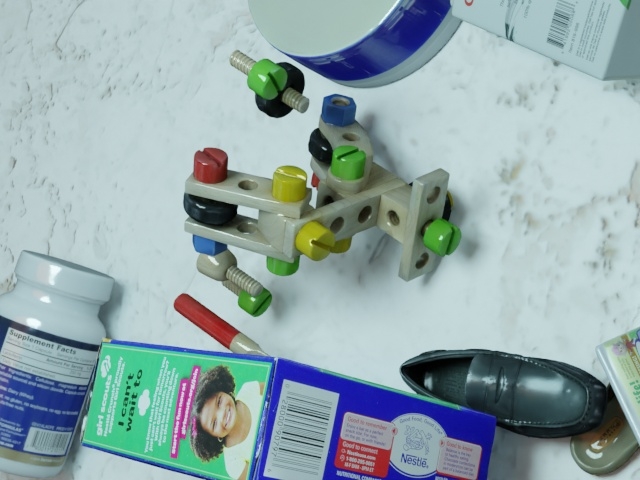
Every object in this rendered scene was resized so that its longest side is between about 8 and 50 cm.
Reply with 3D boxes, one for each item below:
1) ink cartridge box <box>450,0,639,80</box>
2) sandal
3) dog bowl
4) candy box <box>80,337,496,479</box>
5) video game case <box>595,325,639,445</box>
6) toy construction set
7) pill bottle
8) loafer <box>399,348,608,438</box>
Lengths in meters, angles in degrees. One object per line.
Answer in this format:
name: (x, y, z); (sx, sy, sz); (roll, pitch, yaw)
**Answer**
ink cartridge box: (0.243, -0.264, 1.218); (0.208, 0.087, 0.153); (34, 121, 39)
sandal: (0.286, 0.140, 1.119); (0.180, 0.049, 0.072); (-54, 52, 14)
dog bowl: (0.045, -0.316, 1.409); (0.265, 0.104, 0.264); (-12, 69, 36)
candy box: (-0.038, 0.185, 1.184); (0.317, 0.268, 0.122); (-4, 71, 52)
video game case: (0.364, 0.144, 1.039); (0.193, 0.023, 0.212); (-26, 61, 10)
toy construction set: (0.000, 0.000, 1.285); (0.237, 0.257, 0.308); (34, 106, 28)
pill bottle: (-0.362, 0.154, 1.567); (0.153, 0.153, 0.264); (17, 87, 40)
loafer: (0.169, 0.144, 1.175); (0.223, 0.078, 0.076); (3, 80, 48)
